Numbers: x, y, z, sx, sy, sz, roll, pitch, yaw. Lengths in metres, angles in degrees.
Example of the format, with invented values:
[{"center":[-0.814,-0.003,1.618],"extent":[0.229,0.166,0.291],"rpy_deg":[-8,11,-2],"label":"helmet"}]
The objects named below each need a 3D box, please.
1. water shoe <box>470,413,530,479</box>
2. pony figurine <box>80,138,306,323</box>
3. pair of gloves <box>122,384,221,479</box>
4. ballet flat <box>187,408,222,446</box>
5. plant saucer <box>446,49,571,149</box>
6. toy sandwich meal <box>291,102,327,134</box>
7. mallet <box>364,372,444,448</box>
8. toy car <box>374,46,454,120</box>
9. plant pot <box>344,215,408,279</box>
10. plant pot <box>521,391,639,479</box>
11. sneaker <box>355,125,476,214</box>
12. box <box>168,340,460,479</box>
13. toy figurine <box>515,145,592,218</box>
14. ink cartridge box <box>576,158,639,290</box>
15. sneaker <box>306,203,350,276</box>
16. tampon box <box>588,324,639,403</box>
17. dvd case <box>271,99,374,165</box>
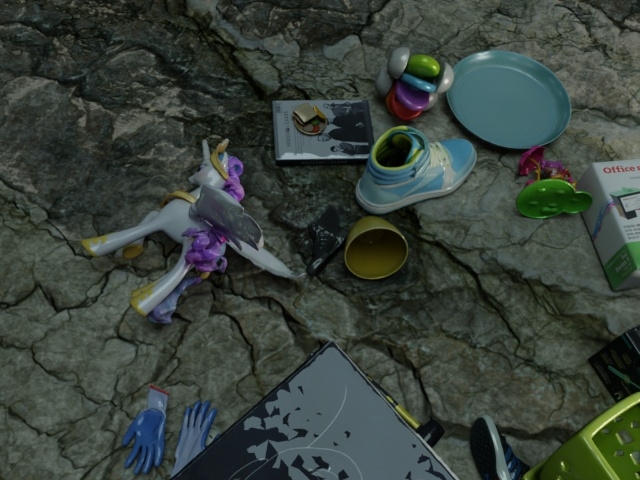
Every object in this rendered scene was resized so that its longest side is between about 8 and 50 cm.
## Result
[{"center":[0.345,0.424,1.276],"extent":[0.080,0.073,0.203],"rpy_deg":[-1,64,-30],"label":"water shoe"},{"center":[-0.239,-0.009,1.360],"extent":[0.363,0.303,0.351],"rpy_deg":[-42,63,-9],"label":"pony figurine"},{"center":[-0.266,0.351,1.218],"extent":[0.198,0.023,0.159],"rpy_deg":[10,78,27],"label":"pair of gloves"},{"center":[-0.185,0.392,1.224],"extent":[0.067,0.073,0.206],"rpy_deg":[-28,71,17],"label":"ballet flat"},{"center":[0.469,-0.349,1.725],"extent":[0.317,0.044,0.317],"rpy_deg":[2,61,-4],"label":"plant saucer"},{"center":[-0.024,-0.288,1.613],"extent":[0.085,0.029,0.085],"rpy_deg":[2,61,-4],"label":"toy sandwich meal"},{"center":[0.159,0.321,1.325],"extent":[0.062,0.039,0.189],"rpy_deg":[-33,65,-20],"label":"mallet"},{"center":[0.217,-0.360,1.630],"extent":[0.159,0.182,0.136],"rpy_deg":[19,64,-12],"label":"toy car"},{"center":[0.111,0.001,1.455],"extent":[0.134,0.134,0.095],"rpy_deg":[-2,36,-7],"label":"plant pot"},{"center":[0.503,0.431,1.177],"extent":[0.227,0.207,0.228],"rpy_deg":[-12,59,-40],"label":"plant pot"},{"center":[0.234,-0.185,1.514],"extent":[0.319,0.208,0.127],"rpy_deg":[-26,65,-19],"label":"sneaker"},{"center":[-0.006,0.492,0.998],"extent":[0.472,0.297,0.480],"rpy_deg":[-39,76,-12],"label":"box"},{"center":[0.528,-0.150,1.584],"extent":[0.173,0.130,0.159],"rpy_deg":[5,51,-4],"label":"toy figurine"},{"center":[0.722,-0.043,1.536],"extent":[0.201,0.117,0.278],"rpy_deg":[-6,61,-9],"label":"ink cartridge box"},{"center":[0.000,-0.001,1.481],"extent":[0.089,0.051,0.170],"rpy_deg":[36,59,14],"label":"sneaker"},{"center":[0.631,0.240,1.344],"extent":[0.101,0.161,0.120],"rpy_deg":[-20,66,-16],"label":"tampon box"},{"center":[0.006,-0.260,1.636],"extent":[0.239,0.029,0.179],"rpy_deg":[-2,61,-6],"label":"dvd case"}]
